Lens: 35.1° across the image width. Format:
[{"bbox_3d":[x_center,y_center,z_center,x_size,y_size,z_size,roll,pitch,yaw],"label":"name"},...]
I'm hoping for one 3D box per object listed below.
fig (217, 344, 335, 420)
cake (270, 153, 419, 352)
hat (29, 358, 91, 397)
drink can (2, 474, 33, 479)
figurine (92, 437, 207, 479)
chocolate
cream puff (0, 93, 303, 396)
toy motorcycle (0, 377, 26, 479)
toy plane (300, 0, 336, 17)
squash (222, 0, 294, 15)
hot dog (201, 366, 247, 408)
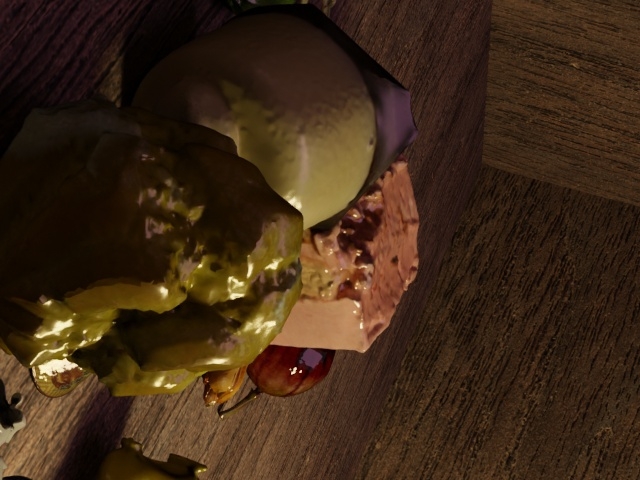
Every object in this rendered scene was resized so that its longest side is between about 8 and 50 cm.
[{"bbox_3d":[-0.079,0.240,2.002,0.204,0.186,0.250,-97,-153,-57],"label":"fig"},{"bbox_3d":[0.000,0.000,1.756,0.314,0.293,0.307,-42,130,-50],"label":"cake"},{"bbox_3d":[-0.297,0.128,1.342,0.193,0.082,0.193,16,90,-72],"label":"hat"},{"bbox_3d":[-0.409,0.326,1.148,0.235,0.097,0.097,23,84,-74],"label":"drink can"},{"bbox_3d":[-0.294,0.453,1.468,0.169,0.218,0.327,-26,-135,49],"label":"figurine"},{"bbox_3d":[-0.092,-0.122,1.349,0.314,0.326,0.297,-44,-174,36],"label":"chocolate"},{"bbox_3d":[-0.221,0.034,1.101,0.275,0.378,0.378,-56,156,-44],"label":"cream puff"},{"bbox_3d":[-0.391,0.197,1.062,0.221,0.102,0.150,60,26,-57],"label":"toy motorcycle"},{"bbox_3d":[0.009,-0.473,1.733,0.244,0.092,0.229,-45,133,-53],"label":"toy plane"},{"bbox_3d":[-0.091,-0.376,1.533,0.219,0.068,0.077,-29,116,-66],"label":"squash"},{"bbox_3d":[-0.161,0.192,1.838,0.102,0.076,0.249,-49,-162,54],"label":"hot dog"}]
